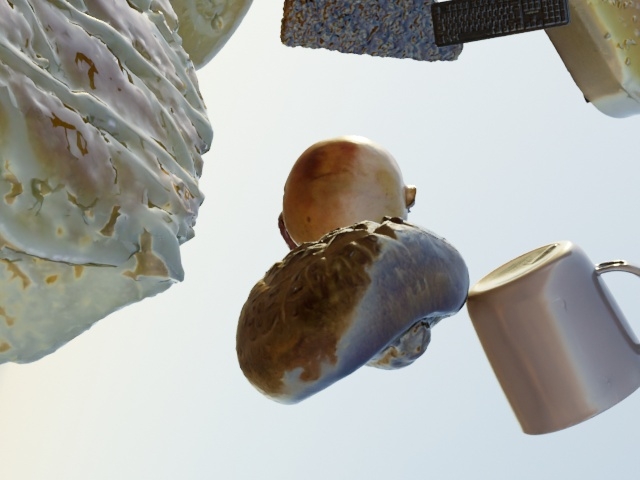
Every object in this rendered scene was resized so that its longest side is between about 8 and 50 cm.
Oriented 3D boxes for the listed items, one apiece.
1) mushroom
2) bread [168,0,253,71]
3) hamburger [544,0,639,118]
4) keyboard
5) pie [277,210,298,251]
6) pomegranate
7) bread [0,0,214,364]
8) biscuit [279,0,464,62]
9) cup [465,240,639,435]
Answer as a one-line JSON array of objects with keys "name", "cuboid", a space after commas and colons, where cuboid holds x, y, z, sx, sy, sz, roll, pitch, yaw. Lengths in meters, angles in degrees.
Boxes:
[{"name": "mushroom", "cuboid": [0.028, 0.066, 1.678, 0.153, 0.253, 0.253, 65, -9, -3]}, {"name": "bread", "cuboid": [-0.280, -0.415, 2.221, 0.376, 0.253, 0.348, 42, -40, 29]}, {"name": "hamburger", "cuboid": [0.389, -0.302, 2.185, 0.151, 0.295, 0.227, -23, -167, 33]}, {"name": "keyboard", "cuboid": [0.199, -0.251, 1.838, 0.010, 0.155, 0.053, 3, 79, -72]}, {"name": "pie", "cuboid": [0.000, 0.000, 2.489, 0.038, 0.153, 0.153, -54, -161, 36]}, {"name": "pomegranate", "cuboid": [0.038, -0.051, 2.323, 0.191, 0.191, 0.191, -165, -90, -81]}, {"name": "bread", "cuboid": [-0.295, -0.133, 1.207, 0.279, 0.390, 0.371, -27, -150, 20]}, {"name": "biscuit", "cuboid": [0.072, -0.286, 2.035, 0.026, 0.236, 0.131, -100, -162, -54]}, {"name": "cup", "cuboid": [0.330, 0.107, 2.155, 0.200, 0.253, 0.191, 63, 11, -7]}]
